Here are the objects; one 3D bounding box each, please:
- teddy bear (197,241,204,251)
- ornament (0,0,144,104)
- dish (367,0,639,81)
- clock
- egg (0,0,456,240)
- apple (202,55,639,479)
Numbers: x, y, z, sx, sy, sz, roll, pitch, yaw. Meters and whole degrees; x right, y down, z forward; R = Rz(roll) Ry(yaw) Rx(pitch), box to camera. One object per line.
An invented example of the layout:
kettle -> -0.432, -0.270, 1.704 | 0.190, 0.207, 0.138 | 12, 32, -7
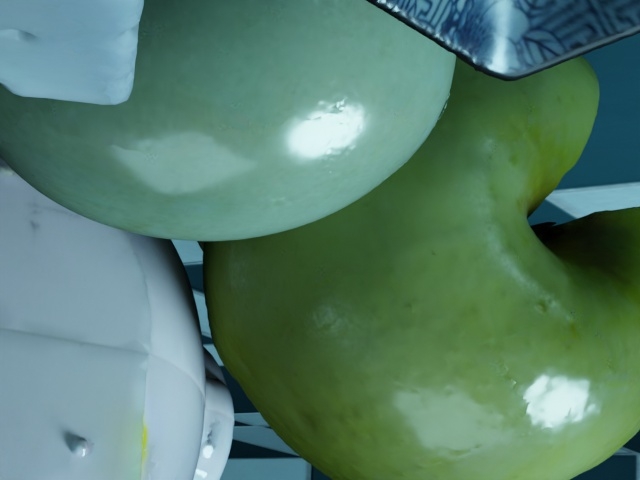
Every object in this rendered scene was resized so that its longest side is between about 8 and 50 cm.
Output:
teddy bear -> 0.000, 0.000, 1.328 | 0.267, 0.156, 0.256 | 30, -172, 34
ornament -> -0.147, -0.187, 0.413 | 0.240, 0.239, 0.240 | 5, 167, -7
dish -> 0.085, -0.164, 0.755 | 0.182, 0.080, 0.243 | -20, 153, 32
clock -> -0.250, 0.092, 1.102 | 0.368, 0.250, 0.377 | 12, 156, -23
egg -> -0.055, -0.093, 0.877 | 0.253, 0.186, 0.186 | 0, 168, -15
apple -> 0.071, 0.015, 1.068 | 0.292, 0.292, 0.254 | 14, 153, -38
